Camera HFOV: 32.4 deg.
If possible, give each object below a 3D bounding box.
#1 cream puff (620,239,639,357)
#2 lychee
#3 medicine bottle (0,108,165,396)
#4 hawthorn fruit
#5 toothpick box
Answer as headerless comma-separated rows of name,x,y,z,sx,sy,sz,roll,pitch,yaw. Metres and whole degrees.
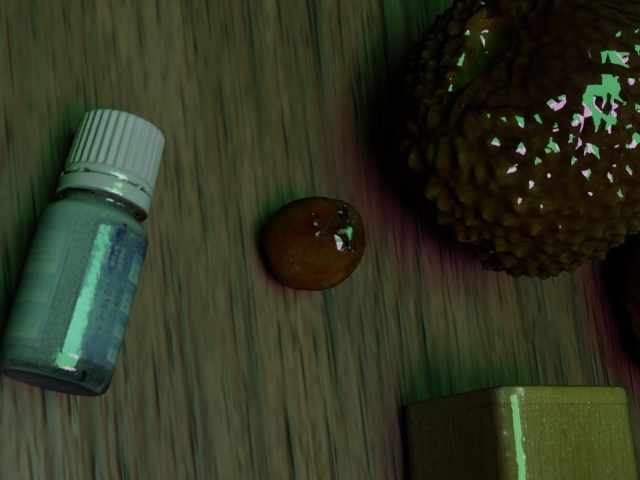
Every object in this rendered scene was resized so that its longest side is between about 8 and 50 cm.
cream puff,0.406,0.054,1.127,0.240,0.164,0.240,-2,92,-45
lychee,0.196,-0.098,0.970,0.267,0.267,0.267,7,77,-32
medicine bottle,-0.168,0.006,0.800,0.083,0.083,0.203,22,71,-28
hawthorn fruit,0.000,0.000,0.906,0.081,0.093,0.081,7,77,-31
toothpick box,0.178,0.283,0.923,0.187,0.190,0.308,5,74,-31
